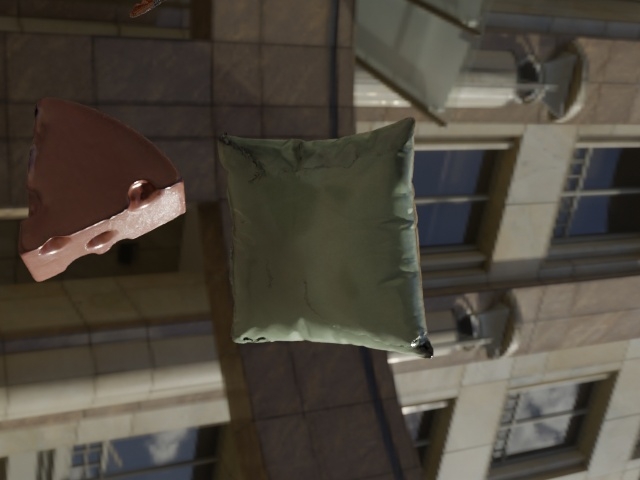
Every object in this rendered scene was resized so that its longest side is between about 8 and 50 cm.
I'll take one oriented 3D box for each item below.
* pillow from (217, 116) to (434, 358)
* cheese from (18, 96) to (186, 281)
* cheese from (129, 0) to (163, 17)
[{"bbox_3d":[0.000,0.000,1.351,0.312,0.119,0.310,-1,-87,30],"label":"pillow"},{"bbox_3d":[-0.250,-0.058,1.195,0.128,0.177,0.203,104,-13,-68],"label":"cheese"},{"bbox_3d":[-0.215,-0.343,1.321,0.037,0.106,0.256,55,6,-27],"label":"cheese"}]
